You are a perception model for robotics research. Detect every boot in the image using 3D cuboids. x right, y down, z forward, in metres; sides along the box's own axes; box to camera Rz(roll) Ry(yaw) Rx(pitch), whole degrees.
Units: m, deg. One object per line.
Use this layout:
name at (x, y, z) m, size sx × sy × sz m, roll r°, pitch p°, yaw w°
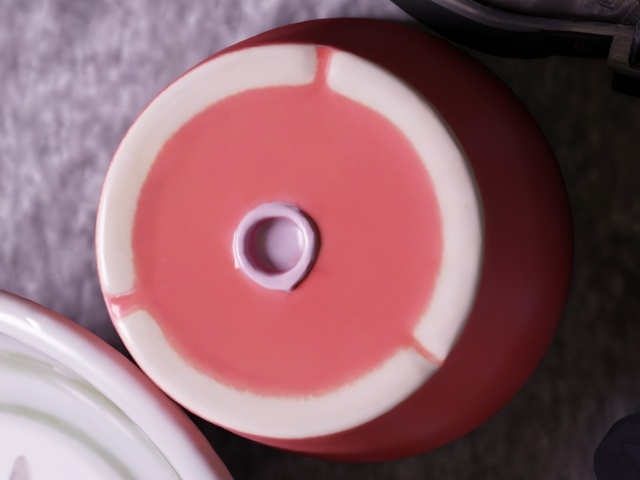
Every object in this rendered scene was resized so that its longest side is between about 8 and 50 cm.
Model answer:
boot at (0.166, -0.212, 1.081) m, size 0.263 × 0.091 × 0.229 m, roll 19°, pitch 87°, yaw 4°

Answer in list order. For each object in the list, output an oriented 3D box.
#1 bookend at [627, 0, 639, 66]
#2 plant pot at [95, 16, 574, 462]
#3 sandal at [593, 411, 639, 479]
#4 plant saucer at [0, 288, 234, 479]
bookend at (0.219, -0.194, 0.997) m, size 0.157 × 0.072 × 0.156 m, roll -19°, pitch 83°, yaw 5°
plant pot at (0.000, 0.000, 1.017) m, size 0.275 × 0.243 × 0.275 m, roll 0°, pitch 91°, yaw 9°
sandal at (0.254, 0.116, 1.008) m, size 0.254 × 0.054 × 0.097 m, roll -30°, pitch 99°, yaw 44°
plant saucer at (-0.186, 0.201, 1.082) m, size 0.400 × 0.100 × 0.400 m, roll 7°, pitch 109°, yaw 22°
